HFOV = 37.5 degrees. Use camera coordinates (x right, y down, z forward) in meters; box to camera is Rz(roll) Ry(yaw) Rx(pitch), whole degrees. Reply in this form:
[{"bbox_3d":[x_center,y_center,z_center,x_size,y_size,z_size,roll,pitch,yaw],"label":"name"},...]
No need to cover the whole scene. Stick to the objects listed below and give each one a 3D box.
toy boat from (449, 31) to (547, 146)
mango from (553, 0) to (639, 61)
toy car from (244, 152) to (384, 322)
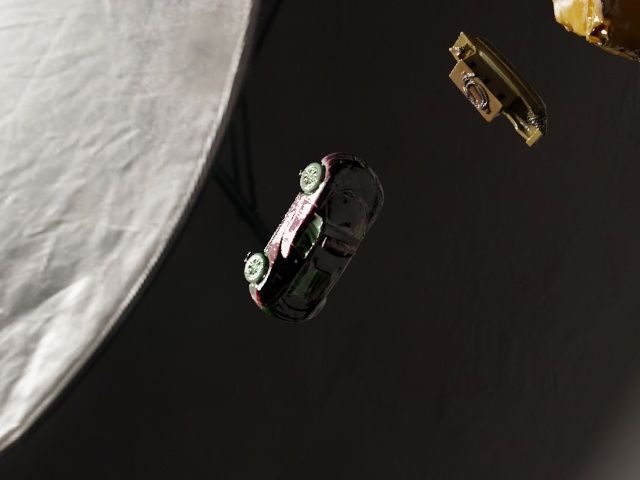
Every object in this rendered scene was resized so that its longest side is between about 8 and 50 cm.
[{"bbox_3d":[0.259,-0.221,1.390,0.200,0.077,0.057,51,150,12],"label":"toy boat"},{"bbox_3d":[0.250,-0.260,0.722,0.126,0.154,0.252,-125,36,-58],"label":"mango"},{"bbox_3d":[0.000,0.000,0.737,0.055,0.069,0.142,37,98,49],"label":"toy car"}]
